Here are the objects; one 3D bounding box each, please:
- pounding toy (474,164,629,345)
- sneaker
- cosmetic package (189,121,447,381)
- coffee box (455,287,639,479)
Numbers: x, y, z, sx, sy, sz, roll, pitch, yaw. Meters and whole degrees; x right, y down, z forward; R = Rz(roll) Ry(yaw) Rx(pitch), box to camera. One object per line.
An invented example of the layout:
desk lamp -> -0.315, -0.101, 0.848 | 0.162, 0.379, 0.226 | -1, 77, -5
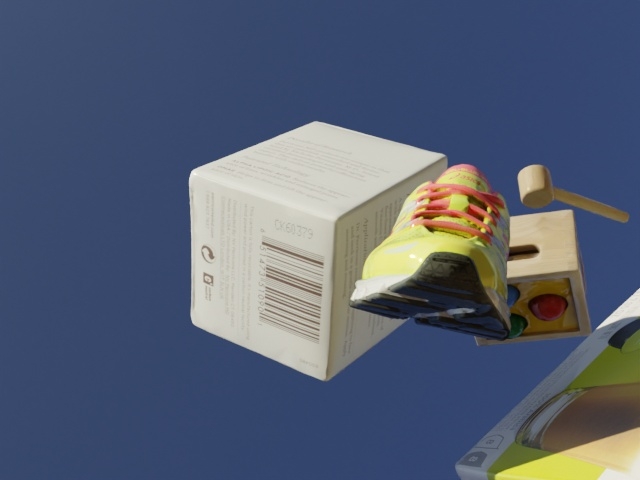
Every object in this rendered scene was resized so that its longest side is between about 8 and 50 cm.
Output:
pounding toy -> 0.236, 0.021, 1.039 | 0.181, 0.094, 0.206 | -7, -40, 17
sneaker -> 0.067, 0.001, 0.541 | 0.082, 0.208, 0.094 | 14, -91, 5
cosmetic package -> 0.000, 0.000, 0.871 | 0.184, 0.152, 0.151 | -29, -50, -50
coffee box -> 0.395, 0.236, 0.825 | 0.338, 0.334, 0.338 | -36, -78, -32
